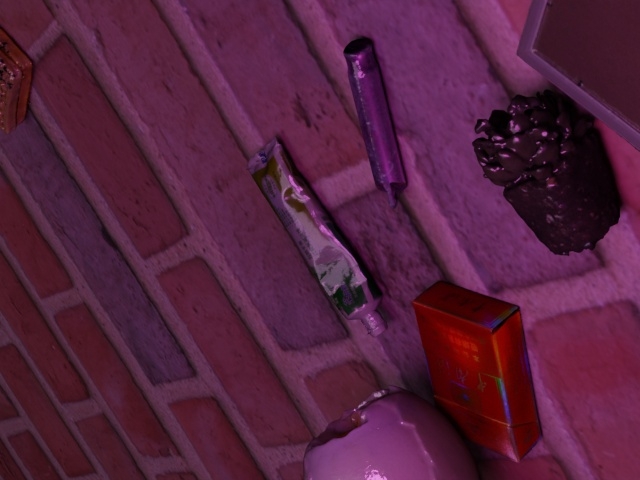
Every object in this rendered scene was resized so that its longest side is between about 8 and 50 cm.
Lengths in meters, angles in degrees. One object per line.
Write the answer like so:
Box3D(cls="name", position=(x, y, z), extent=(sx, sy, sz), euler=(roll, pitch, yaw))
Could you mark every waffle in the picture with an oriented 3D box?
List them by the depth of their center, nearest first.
Box3D(cls="waffle", position=(-0.459, -0.233, 1.796), extent=(0.102, 0.042, 0.148), euler=(47, 147, 13))

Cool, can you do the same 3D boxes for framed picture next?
Box3D(cls="framed picture", position=(0.266, -0.143, 0.909), extent=(0.274, 0.017, 0.217), euler=(45, 147, 25))

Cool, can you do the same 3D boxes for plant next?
Box3D(cls="plant", position=(0.191, -0.060, 1.047), extent=(0.143, 0.092, 0.094), euler=(54, 155, -12))

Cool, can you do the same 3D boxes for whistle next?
Box3D(cls="whistle", position=(0.055, -0.113, 1.230), extent=(0.033, 0.033, 0.177), euler=(17, 131, 45))

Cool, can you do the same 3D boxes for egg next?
Box3D(cls="egg", position=(0.085, 0.274, 1.325), extent=(0.217, 0.183, 0.183), euler=(55, 149, -1))

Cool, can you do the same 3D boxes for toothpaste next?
Box3D(cls="toothpaste", position=(0.000, 0.000, 1.403), extent=(0.248, 0.047, 0.078), euler=(56, 144, 3))

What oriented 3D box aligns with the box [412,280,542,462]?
Box3D(cls="box", position=(0.163, 0.137, 1.306), extent=(0.112, 0.048, 0.175), euler=(17, 132, 45))
